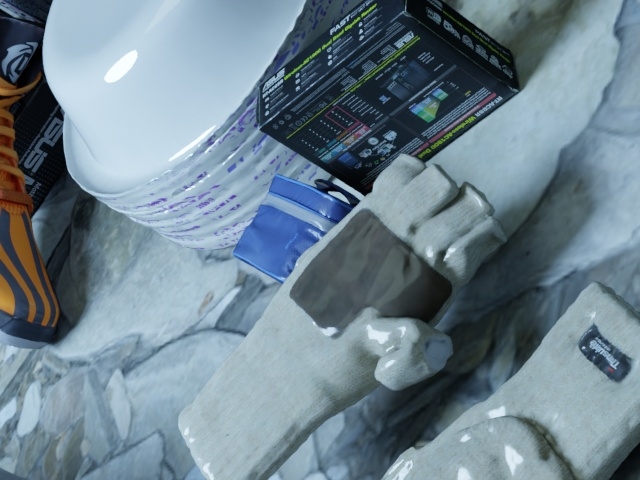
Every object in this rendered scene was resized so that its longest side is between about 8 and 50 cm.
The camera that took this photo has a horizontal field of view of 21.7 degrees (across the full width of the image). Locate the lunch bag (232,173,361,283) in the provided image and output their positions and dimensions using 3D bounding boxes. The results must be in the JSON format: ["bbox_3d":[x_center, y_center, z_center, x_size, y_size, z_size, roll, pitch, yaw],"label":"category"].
[{"bbox_3d":[0.000,0.000,0.954,0.065,0.067,0.098,-60,30,-2],"label":"lunch bag"}]

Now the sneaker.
[{"bbox_3d":[-0.260,-0.078,1.258,0.180,0.124,0.321,-46,63,12],"label":"sneaker"}]

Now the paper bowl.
[{"bbox_3d":[-0.074,-0.148,1.110,0.284,0.148,0.284,-33,40,33],"label":"paper bowl"}]

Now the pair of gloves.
[{"bbox_3d":[0.048,0.080,0.818,0.204,0.042,0.240,-53,46,3],"label":"pair of gloves"}]

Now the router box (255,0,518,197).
[{"bbox_3d":[0.037,-0.086,0.952,0.122,0.092,0.038,-36,38,32],"label":"router box"}]

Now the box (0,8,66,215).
[{"bbox_3d":[-0.307,-0.080,1.458,0.216,0.060,0.270,-56,32,6],"label":"box"}]

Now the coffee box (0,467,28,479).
[{"bbox_3d":[-0.289,0.215,1.081,0.297,0.168,0.119,-16,51,47],"label":"coffee box"}]

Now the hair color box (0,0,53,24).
[{"bbox_3d":[-0.206,-0.279,1.319,0.174,0.105,0.347,-61,7,-5],"label":"hair color box"}]
